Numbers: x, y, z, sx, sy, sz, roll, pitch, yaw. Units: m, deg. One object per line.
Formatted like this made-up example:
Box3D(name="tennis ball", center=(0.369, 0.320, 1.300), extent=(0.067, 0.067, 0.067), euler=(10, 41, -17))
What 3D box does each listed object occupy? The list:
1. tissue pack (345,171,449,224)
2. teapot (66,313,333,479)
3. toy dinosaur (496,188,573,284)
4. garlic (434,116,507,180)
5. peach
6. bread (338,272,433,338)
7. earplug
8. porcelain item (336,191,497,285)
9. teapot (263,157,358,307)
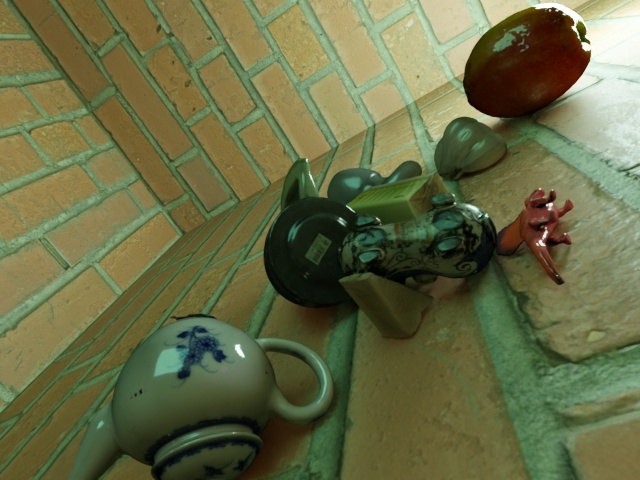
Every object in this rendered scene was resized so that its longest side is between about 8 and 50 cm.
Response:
Box3D(name="tissue pack", center=(0.182, -0.046, 0.984), extent=(0.125, 0.159, 0.234), euler=(-41, 19, -26))
Box3D(name="teapot", center=(-0.184, 0.272, 0.678), extent=(0.424, 0.252, 0.280), euler=(-14, 49, -13))
Box3D(name="toy dinosaur", center=(0.354, -0.003, 0.760), extent=(0.139, 0.070, 0.286), euler=(-31, 17, 43))
Box3D(name="garlic", center=(0.412, -0.275, 1.247), extent=(0.178, 0.142, 0.229), euler=(-36, 26, -14))
Box3D(name="peach", center=(0.619, -0.541, 1.348), extent=(0.373, 0.289, 0.372), euler=(-33, 14, 9))
Box3D(name="bread", center=(0.117, 0.088, 0.763), extent=(0.077, 0.152, 0.105), euler=(-13, 31, 47))
Box3D(name="earplug", center=(0.154, -0.142, 1.269), extent=(0.214, 0.175, 0.326), euler=(-46, 22, -30))
Box3D(name="porcelain item", center=(0.178, 0.031, 0.809), extent=(0.288, 0.186, 0.138), euler=(-14, 48, 17))
Box3D(name="teapot", center=(-0.050, 0.014, 1.015), extent=(0.239, 0.321, 0.239), euler=(-35, -3, -26))
